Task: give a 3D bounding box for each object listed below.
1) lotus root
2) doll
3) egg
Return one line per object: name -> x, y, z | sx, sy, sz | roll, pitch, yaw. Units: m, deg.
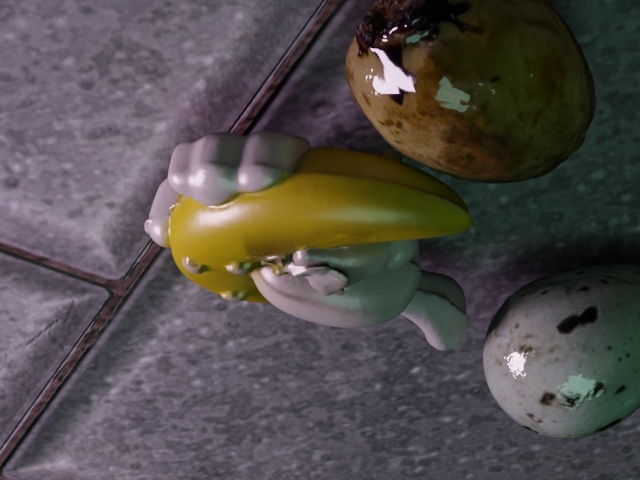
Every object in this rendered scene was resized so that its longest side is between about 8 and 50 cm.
lotus root -> 0.111, -0.100, 0.991 | 0.138, 0.138, 0.214 | -38, 138, 29
doll -> 0.000, 0.000, 1.084 | 0.252, 0.111, 0.237 | 9, 152, -2
egg -> 0.204, 0.078, 1.174 | 0.164, 0.131, 0.131 | -38, 130, 0
